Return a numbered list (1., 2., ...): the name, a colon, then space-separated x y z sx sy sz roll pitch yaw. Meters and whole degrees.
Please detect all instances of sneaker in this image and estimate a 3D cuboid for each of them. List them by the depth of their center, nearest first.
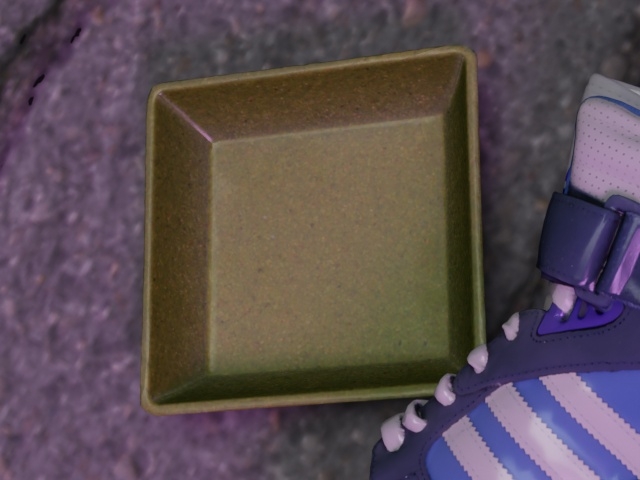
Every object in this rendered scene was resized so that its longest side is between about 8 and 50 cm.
1. sneaker: 0.113 0.048 0.880 0.322 0.130 0.236 -11 78 30

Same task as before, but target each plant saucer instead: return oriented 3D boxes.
1. plant saucer: 0.000 0.000 1.008 0.188 0.045 0.188 -6 72 18
